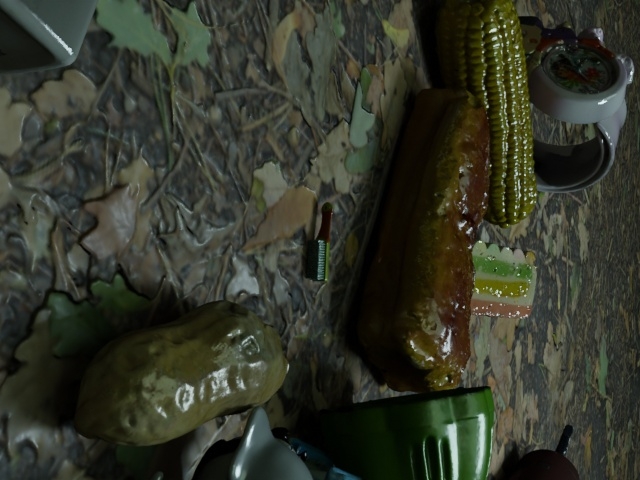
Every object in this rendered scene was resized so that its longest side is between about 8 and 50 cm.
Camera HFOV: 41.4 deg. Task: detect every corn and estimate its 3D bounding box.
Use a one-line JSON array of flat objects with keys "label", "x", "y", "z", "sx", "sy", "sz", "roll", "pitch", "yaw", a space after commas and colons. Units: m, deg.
[{"label": "corn", "x": 0.233, "y": -0.184, "z": 1.176, "sx": 0.120, "sy": 0.120, "sz": 0.363, "roll": -50, "pitch": 134, "yaw": -48}]

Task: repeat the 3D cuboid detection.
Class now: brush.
[{"label": "brush", "x": 0.000, "y": 0.000, "z": 0.870, "sx": 0.021, "sy": 0.019, "sz": 0.083, "roll": 16, "pitch": 78, "yaw": -49}]

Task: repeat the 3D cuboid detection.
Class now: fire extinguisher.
[{"label": "fire extinguisher", "x": 0.356, "y": 0.427, "z": 1.398, "sx": 0.337, "sy": 0.114, "sz": 0.135, "roll": -26, "pitch": 134, "yaw": -58}]

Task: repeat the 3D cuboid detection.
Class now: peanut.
[{"label": "peanut", "x": -0.097, "y": 0.097, "z": 0.641, "sx": 0.214, "sy": 0.099, "sz": 0.099, "roll": -11, "pitch": 100, "yaw": -53}]

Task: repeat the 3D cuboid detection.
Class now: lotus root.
[{"label": "lotus root", "x": 0.096, "y": 0.240, "z": 0.858, "sx": 0.186, "sy": 0.186, "sz": 0.186, "roll": -2, "pitch": 93, "yaw": -60}]

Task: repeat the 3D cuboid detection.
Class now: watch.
[{"label": "watch", "x": 0.346, "y": -0.208, "z": 1.312, "sx": 0.231, "sy": 0.244, "sz": 0.196, "roll": 88, "pitch": 24, "yaw": -54}]

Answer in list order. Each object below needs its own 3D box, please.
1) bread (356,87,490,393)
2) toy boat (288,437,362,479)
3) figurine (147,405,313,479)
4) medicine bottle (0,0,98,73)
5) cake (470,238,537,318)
[{"label": "bread", "x": 0.149, "y": -0.002, "z": 1.043, "sx": 0.185, "sy": 0.109, "sz": 0.380, "roll": 50, "pitch": 47, "yaw": -48}, {"label": "toy boat", "x": -0.021, "y": 0.305, "z": 0.763, "sx": 0.109, "sy": 0.098, "sz": 0.238, "roll": 41, "pitch": 56, "yaw": -49}, {"label": "figurine", "x": -0.062, "y": 0.210, "z": 0.642, "sx": 0.192, "sy": 0.126, "sz": 0.147, "roll": -48, "pitch": 136, "yaw": -60}, {"label": "medicine bottle", "x": -0.177, "y": -0.209, "z": 0.486, "sx": 0.132, "sy": 0.088, "sz": 0.188, "roll": 45, "pitch": 53, "yaw": -52}, {"label": "cake", "x": 0.244, "y": 0.057, "z": 1.230, "sx": 0.225, "sy": 0.090, "sz": 0.109, "roll": 14, "pitch": 82, "yaw": -59}]
